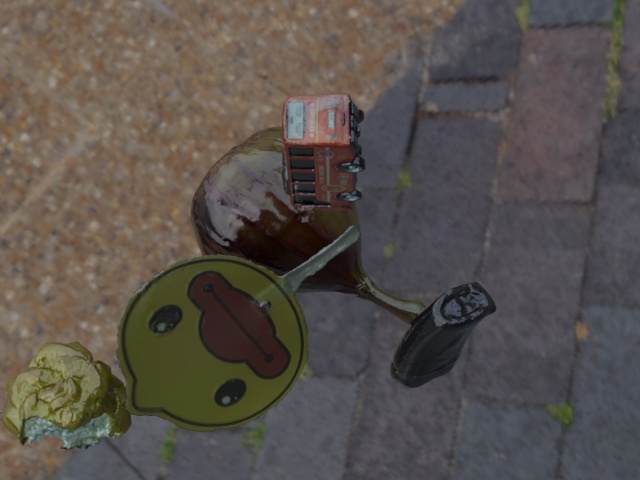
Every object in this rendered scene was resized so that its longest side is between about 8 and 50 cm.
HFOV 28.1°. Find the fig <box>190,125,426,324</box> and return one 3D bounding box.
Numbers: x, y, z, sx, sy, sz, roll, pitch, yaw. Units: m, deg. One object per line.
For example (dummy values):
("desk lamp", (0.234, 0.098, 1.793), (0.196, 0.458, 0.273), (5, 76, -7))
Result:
("fig", (0.000, 0.000, 1.594), (0.321, 0.217, 0.217), (34, 80, 4))

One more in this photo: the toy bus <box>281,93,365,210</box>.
("toy bus", (0.001, -0.043, 0.654), (0.043, 0.110, 0.031), (-1, 74, 0))

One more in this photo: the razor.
("razor", (0.134, 0.105, 1.434), (0.090, 0.148, 0.054), (-23, 64, -34))

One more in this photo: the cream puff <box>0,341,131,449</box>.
("cream puff", (-0.292, 0.181, 1.511), (0.156, 0.156, 0.121), (-14, 63, 15))

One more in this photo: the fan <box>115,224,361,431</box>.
("fan", (-0.087, 0.093, 1.457), (0.335, 0.229, 0.011), (-38, 27, 0))
